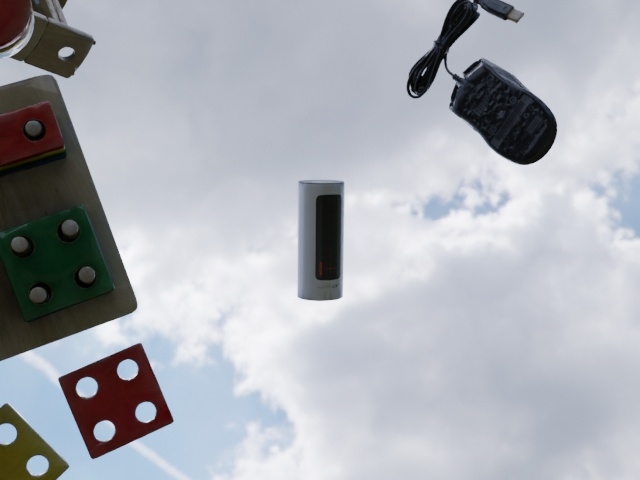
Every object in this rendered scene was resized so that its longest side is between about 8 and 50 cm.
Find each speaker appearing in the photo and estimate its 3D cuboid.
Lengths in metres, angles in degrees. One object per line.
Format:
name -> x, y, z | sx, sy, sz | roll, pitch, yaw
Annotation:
speaker -> 0.000, 0.000, 0.954 | 0.055, 0.055, 0.136 | 0, -82, -6

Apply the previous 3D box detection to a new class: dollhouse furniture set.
dollhouse furniture set -> -0.396, -0.239, 1.044 | 0.129, 0.129, 0.184 | 16, -54, -45

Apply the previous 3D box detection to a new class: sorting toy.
sorting toy -> -0.169, 0.003, 0.405 | 0.132, 0.275, 0.046 | -20, 1, -17

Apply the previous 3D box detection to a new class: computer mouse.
computer mouse -> 0.260, -0.234, 1.194 | 0.060, 0.262, 0.184 | 3, -58, -51
